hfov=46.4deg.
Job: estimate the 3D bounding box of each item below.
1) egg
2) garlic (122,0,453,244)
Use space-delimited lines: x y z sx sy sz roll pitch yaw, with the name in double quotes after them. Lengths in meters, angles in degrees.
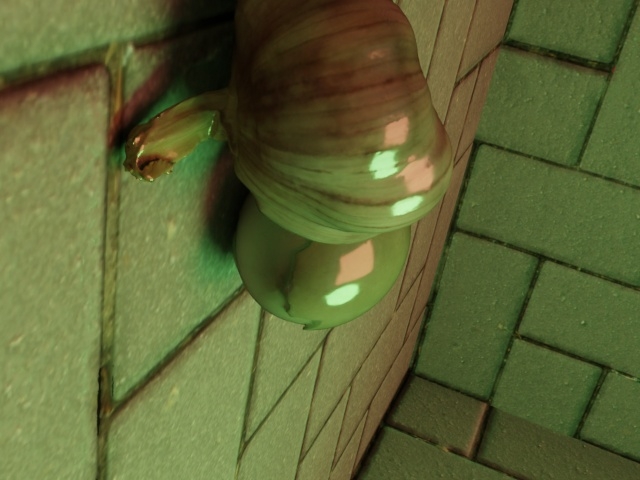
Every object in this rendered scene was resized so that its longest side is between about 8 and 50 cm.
0.000 0.000 0.775 0.217 0.183 0.183 -55 160 -66 "egg"
-0.035 -0.097 0.587 0.253 0.245 0.245 -21 141 -20 "garlic"
